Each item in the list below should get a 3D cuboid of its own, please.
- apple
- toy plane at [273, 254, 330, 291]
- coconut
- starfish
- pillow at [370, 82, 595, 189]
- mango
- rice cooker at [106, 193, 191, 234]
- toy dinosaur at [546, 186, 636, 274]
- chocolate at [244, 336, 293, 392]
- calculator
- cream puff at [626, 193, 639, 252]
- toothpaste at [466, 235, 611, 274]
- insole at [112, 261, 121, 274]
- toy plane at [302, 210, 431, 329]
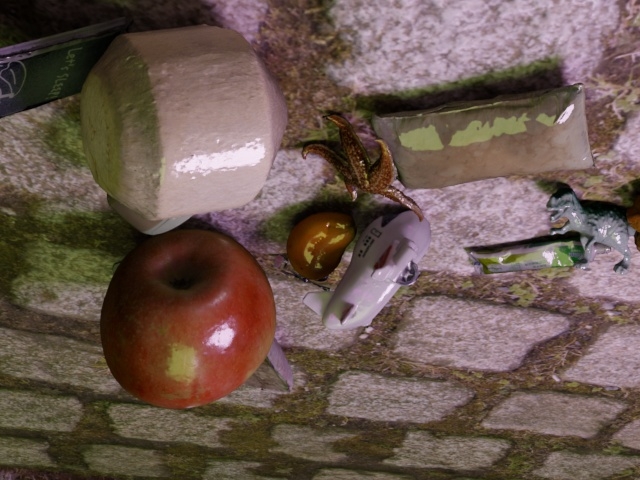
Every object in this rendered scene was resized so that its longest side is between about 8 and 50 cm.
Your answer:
[{"bbox_3d":[-0.238,0.130,1.488,0.319,0.319,0.277,-2,132,9],"label":"apple"},{"bbox_3d":[-0.031,0.056,1.592,0.120,0.049,0.031,25,146,-3],"label":"toy plane"},{"bbox_3d":[-0.162,-0.152,1.068,0.266,0.237,0.237,-14,157,-25],"label":"coconut"},{"bbox_3d":[0.075,-0.096,1.260,0.238,0.057,0.213,42,162,-15],"label":"starfish"},{"bbox_3d":[0.229,-0.141,1.199,0.302,0.075,0.185,-6,148,21],"label":"pillow"},{"bbox_3d":[0.000,-0.002,1.463,0.105,0.084,0.159,28,126,-10],"label":"mango"},{"bbox_3d":[-0.237,-0.095,1.263,0.127,0.145,0.206,30,139,-22],"label":"rice cooker"},{"bbox_3d":[0.509,0.012,1.421,0.383,0.076,0.129,15,115,-28],"label":"toy dinosaur"},{"bbox_3d":[-0.161,0.250,1.883,0.185,0.100,0.303,6,149,16],"label":"chocolate"},{"bbox_3d":[-0.363,-0.203,1.035,0.274,0.028,0.165,-30,175,-44],"label":"calculator"},{"bbox_3d":[0.543,-0.029,1.340,0.122,0.116,0.094,24,180,-42],"label":"cream puff"},{"bbox_3d":[0.392,0.026,1.505,0.248,0.047,0.078,-9,143,24],"label":"toothpaste"},{"bbox_3d":[-0.389,0.123,1.782,0.109,0.007,0.322,5,150,-5],"label":"insole"},{"bbox_3d":[0.090,0.051,1.422,0.118,0.252,0.252,42,141,-5],"label":"toy plane"}]
